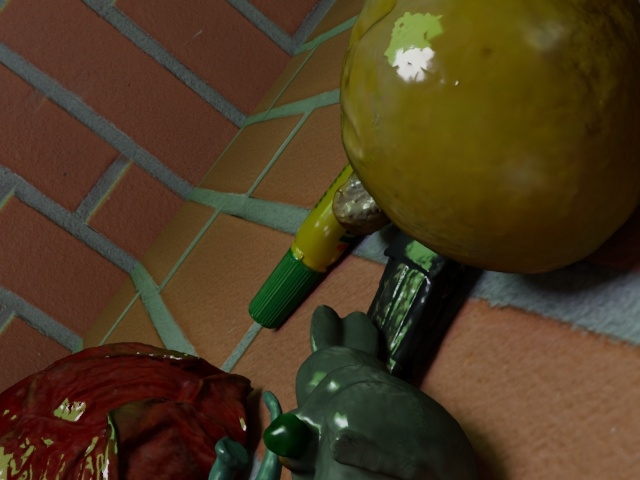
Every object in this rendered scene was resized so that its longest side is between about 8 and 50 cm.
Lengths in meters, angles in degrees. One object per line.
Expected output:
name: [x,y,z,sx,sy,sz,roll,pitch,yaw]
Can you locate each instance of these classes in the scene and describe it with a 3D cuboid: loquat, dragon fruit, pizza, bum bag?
loquat: [0.131,-0.092,0.541,0.244,0.244,0.244,-46,18,20]
dragon fruit: [-0.174,0.260,0.801,0.302,0.240,0.330,-28,35,-16]
pizza: [0.122,-0.115,0.793,0.297,0.071,0.189,-42,-8,16]
bum bag: [0.092,0.018,0.681,0.102,0.069,0.248,13,67,55]

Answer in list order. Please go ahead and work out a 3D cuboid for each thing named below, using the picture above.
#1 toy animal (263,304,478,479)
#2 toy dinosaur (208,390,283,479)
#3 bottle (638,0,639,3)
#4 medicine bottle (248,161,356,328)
toy animal: [0.030,0.129,0.551,0.236,0.138,0.108,-100,24,-80]
toy dinosaur: [-0.090,0.319,0.534,0.331,0.129,0.383,-60,15,6]
bottle: [0.290,-0.180,0.587,0.053,0.053,0.140,-50,17,9]
medicine bottle: [0.000,0.000,0.962,0.260,0.064,0.095,-52,-8,14]
